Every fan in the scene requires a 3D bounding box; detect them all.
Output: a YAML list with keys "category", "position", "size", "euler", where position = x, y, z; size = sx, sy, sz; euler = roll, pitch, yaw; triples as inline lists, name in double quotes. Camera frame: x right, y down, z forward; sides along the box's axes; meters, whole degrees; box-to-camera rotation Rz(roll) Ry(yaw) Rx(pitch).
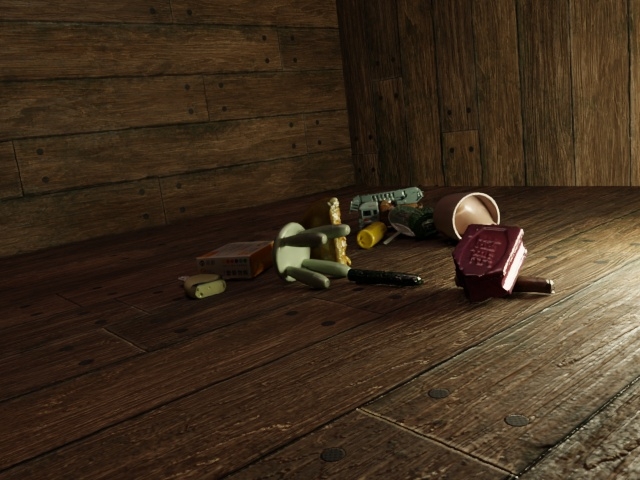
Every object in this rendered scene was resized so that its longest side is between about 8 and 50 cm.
- category: "fan"
  position: [0.351, -0.076, 2.429]
  size: [0.294, 0.012, 0.223]
  euler: [-11, 42, -20]

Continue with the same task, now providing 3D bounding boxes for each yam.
- category: "yam"
  position: [0.489, 0.114, 1.546]
  size: [0.264, 0.046, 0.046]
  euler: [1, 13, 36]

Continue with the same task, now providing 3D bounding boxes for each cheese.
- category: "cheese"
  position: [-0.418, 0.142, 1.942]
  size: [0.127, 0.054, 0.251]
  euler: [-14, 12, -32]

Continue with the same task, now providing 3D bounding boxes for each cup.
- category: "cup"
  position: [0.568, -0.077, 2.203]
  size: [0.252, 0.192, 0.200]
  euler: [21, 0, -16]

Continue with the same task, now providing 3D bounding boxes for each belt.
- category: "belt"
  position: [0.432, -0.067, 2.317]
  size: [0.151, 0.121, 0.079]
  euler: [-10, 31, -17]

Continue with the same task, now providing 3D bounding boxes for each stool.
- category: "stool"
  position: [-0.027, 0.046, 1.850]
  size: [0.198, 0.195, 0.195]
  euler: [6, 16, 34]

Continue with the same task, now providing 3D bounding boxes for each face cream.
- category: "face cream"
  position: [0.226, -0.033, 2.385]
  size: [0.078, 0.078, 0.273]
  euler: [-2, 12, 24]

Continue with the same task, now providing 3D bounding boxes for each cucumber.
- category: "cucumber"
  position: [0.190, 0.114, 1.741]
  size: [0.256, 0.043, 0.044]
  euler: [2, 19, 37]

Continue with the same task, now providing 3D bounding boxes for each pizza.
- category: "pizza"
  position: [-0.014, -0.031, 2.018]
  size: [0.257, 0.268, 0.087]
  euler: [9, 28, 43]

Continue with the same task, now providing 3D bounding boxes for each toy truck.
- category: "toy truck"
  position: [0.297, -0.136, 2.601]
  size: [0.338, 0.185, 0.133]
  euler: [-5, 10, 10]

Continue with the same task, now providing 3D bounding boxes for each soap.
- category: "soap"
  position: [0.439, 0.062, 1.526]
  size: [0.162, 0.099, 0.250]
  euler: [6, 37, 30]

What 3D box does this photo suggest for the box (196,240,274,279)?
- category: "box"
  position: [-0.298, 0.072, 2.131]
  size: [0.220, 0.091, 0.274]
  euler: [-4, 10, 16]
